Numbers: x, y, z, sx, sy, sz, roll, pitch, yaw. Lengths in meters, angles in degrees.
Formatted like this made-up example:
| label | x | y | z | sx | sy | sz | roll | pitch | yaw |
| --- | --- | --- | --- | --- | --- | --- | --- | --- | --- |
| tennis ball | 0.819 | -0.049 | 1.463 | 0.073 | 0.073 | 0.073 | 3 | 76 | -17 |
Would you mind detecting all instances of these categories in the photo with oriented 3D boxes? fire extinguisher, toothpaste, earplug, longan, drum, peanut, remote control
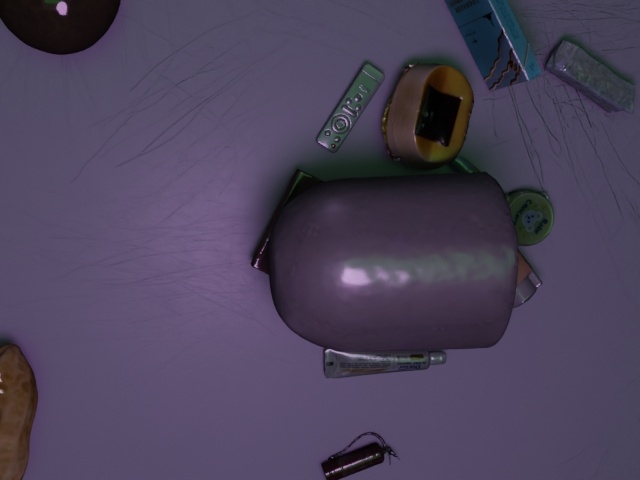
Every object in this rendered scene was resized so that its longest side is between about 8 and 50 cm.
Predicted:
| label | x | y | z | sx | sy | sz | roll | pitch | yaw |
| --- | --- | --- | --- | --- | --- | --- | --- | --- | --- |
| fire extinguisher | 0.078 | 0.447 | 1.708 | 0.157 | 0.045 | 0.078 | -19 | 78 | -6 |
| toothpaste | 0.133 | 0.246 | 1.696 | 0.255 | 0.037 | 0.067 | -2 | 103 | -6 |
| earplug | 0.106 | 0.039 | 1.449 | 0.393 | 0.312 | 0.313 | -2 | 97 | -7 |
| longan | -0.454 | -0.426 | 1.442 | 0.212 | 0.198 | 0.198 | -38 | 101 | -13 |
| drum | 0.360 | -0.071 | 1.692 | 0.253 | 0.049 | 0.130 | 22 | 92 | -12 |
| peanut | -0.597 | 0.338 | 1.523 | 0.147 | 0.147 | 0.306 | 13 | 92 | -11 |
| remote control | 0.058 | -0.261 | 1.631 | 0.050 | 0.027 | 0.184 | 33 | 95 | -10 |

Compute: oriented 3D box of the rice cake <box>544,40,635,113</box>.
| label | x | y | z | sx | sy | sz | roll | pitch | yaw |
| --- | --- | --- | --- | --- | --- | --- | --- | --- | --- |
| rice cake | 0.554 | -0.332 | 1.689 | 0.206 | 0.063 | 0.069 | 28 | 85 | -13 |

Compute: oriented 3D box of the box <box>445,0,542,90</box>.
| label | x | y | z | sx | sy | sz | roll | pitch | yaw |
| --- | --- | --- | --- | --- | --- | --- | --- | --- | --- |
| box | 0.325 | -0.405 | 1.590 | 0.041 | 0.162 | 0.229 | -32 | 100 | -11 |

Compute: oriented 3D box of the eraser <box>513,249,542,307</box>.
| label | x | y | z | sx | sy | sz | roll | pitch | yaw |
| --- | --- | --- | --- | --- | --- | --- | --- | --- | --- |
| eraser | 0.299 | 0.027 | 1.673 | 0.171 | 0.087 | 0.290 | -39 | 101 | -2 |

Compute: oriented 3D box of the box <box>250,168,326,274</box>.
| label | x | y | z | sx | sy | sz | roll | pitch | yaw |
| --- | --- | --- | --- | --- | --- | --- | --- | --- | --- |
| box | 0.000 | 0.000 | 1.619 | 0.215 | 0.086 | 0.215 | 26 | 92 | -11 |

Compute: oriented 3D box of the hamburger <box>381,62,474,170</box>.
| label | x | y | z | sx | sy | sz | roll | pitch | yaw |
| --- | --- | --- | --- | --- | --- | --- | --- | --- | --- |
| hamburger | 0.212 | -0.245 | 1.619 | 0.173 | 0.116 | 0.210 | 11 | 90 | -19 |
